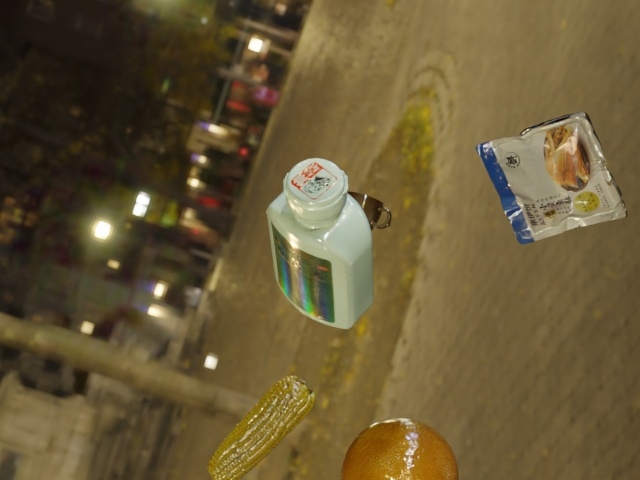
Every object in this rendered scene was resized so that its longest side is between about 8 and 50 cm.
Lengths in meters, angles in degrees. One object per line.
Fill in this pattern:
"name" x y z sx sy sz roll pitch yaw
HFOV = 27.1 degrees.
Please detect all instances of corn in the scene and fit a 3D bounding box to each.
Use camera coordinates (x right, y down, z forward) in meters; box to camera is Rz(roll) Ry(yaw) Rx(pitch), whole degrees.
"corn" -0.104 0.327 2.289 0.231 0.080 0.080 -45 8 3

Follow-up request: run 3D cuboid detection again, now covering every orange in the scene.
"orange" 0.131 0.392 2.166 0.206 0.206 0.206 -162 90 -85

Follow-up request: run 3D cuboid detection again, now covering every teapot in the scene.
"teapot" 0.076 -0.043 2.386 0.076 0.121 0.068 29 -103 -58

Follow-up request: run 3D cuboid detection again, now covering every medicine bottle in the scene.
"medicine bottle" 0.000 0.000 1.489 0.083 0.121 0.229 -45 -25 -25

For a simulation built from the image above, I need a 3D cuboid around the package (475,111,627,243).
"package" 0.327 -0.085 1.876 0.173 0.171 0.027 -18 22 28
